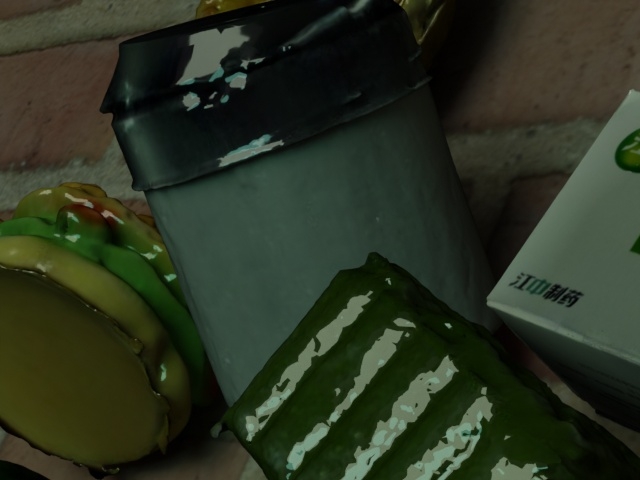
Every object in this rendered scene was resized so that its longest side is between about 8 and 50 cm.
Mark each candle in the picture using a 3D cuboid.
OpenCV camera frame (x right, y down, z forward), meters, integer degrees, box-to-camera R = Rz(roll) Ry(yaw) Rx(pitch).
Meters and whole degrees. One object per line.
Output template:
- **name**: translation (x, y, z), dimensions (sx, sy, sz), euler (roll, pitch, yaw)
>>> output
- **candle**: translation (0.000, 0.000, 1.220), dimensions (0.221, 0.343, 0.221), euler (-18, 10, 3)

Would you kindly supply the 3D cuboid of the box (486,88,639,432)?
- **box**: translation (0.272, 0.043, 1.020), dimensions (0.173, 0.145, 0.333), euler (-53, 37, -11)

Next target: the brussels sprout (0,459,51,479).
- **brussels sprout**: translation (-0.240, 0.264, 1.266), dimensions (0.210, 0.219, 0.271), euler (-64, 19, -7)

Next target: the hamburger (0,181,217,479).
- **hamburger**: translation (-0.177, 0.053, 1.386), dimensions (0.237, 0.237, 0.149), euler (-8, 34, 40)

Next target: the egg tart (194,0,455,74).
- **egg tart**: translation (0.020, -0.189, 1.492), dimensions (0.294, 0.116, 0.295), euler (-28, 40, 27)

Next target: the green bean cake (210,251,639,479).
- **green bean cake**: translation (0.096, 0.153, 1.004), dimensions (0.156, 0.247, 0.250), euler (-49, 38, -3)
